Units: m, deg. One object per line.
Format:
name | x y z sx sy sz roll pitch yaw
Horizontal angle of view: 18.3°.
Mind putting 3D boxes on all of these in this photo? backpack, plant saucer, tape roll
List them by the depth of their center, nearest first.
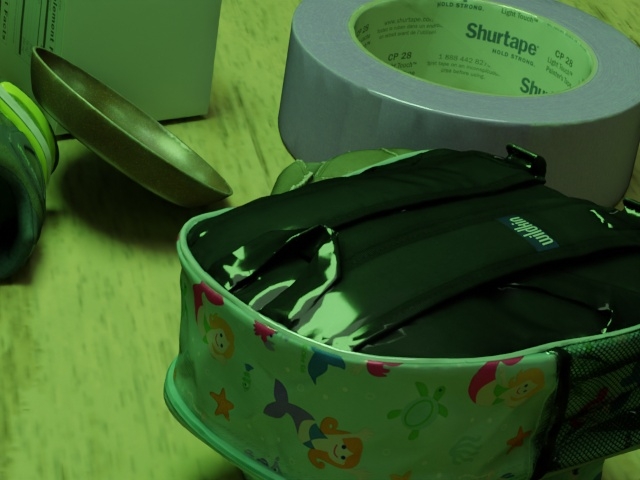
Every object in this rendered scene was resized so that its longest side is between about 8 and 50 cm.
backpack | 0.044 0.060 1.062 0.253 0.191 0.225 -8 29 -43
plant saucer | -0.134 -0.072 1.356 0.168 0.029 0.168 36 5 -4
tape roll | 0.109 -0.110 1.507 0.275 0.090 0.275 7 27 -4

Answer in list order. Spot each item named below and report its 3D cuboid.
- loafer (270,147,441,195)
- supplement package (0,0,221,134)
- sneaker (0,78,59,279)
loafer | 0.000 0.000 1.286 0.087 0.094 0.251 11 21 29
supplement package | -0.195 -0.196 1.528 0.139 0.134 0.244 -10 33 -32
sneaker | -0.264 -0.087 1.212 0.300 0.111 0.121 39 19 -38
